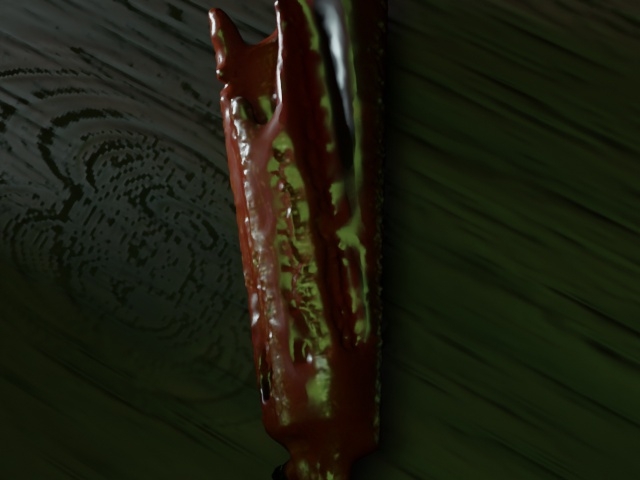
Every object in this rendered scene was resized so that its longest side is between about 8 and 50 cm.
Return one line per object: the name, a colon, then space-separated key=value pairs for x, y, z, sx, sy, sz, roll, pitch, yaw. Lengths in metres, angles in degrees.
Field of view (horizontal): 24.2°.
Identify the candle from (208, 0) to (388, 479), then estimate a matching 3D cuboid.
candle: x=0.000 y=0.000 z=0.657 sx=0.084 sy=0.059 sz=0.302 roll=-11 pitch=73 yaw=20
